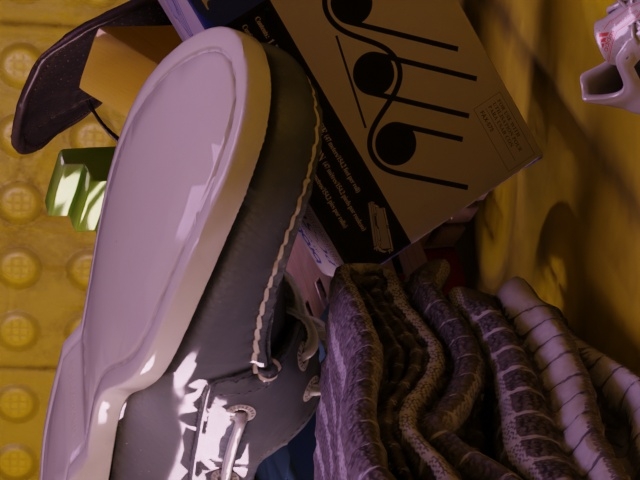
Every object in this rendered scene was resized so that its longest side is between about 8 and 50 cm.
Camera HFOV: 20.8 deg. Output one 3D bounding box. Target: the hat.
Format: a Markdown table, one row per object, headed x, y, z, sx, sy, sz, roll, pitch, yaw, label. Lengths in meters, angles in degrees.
| x | y | z | sx | sy | sz | roll | pitch | yaw | label |
| --- | --- | --- | --- | --- | --- | --- | --- | --- | --- |
| -0.042 | -0.106 | 1.091 | 0.134 | 0.331 | 0.331 | 55 | 172 | -1 | hat |

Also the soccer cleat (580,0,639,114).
| x | y | z | sx | sy | sz | roll | pitch | yaw | label |
| --- | --- | --- | --- | --- | --- | --- | --- | --- | --- |
| 0.098 | -0.064 | 0.501 | 0.083 | 0.036 | 0.029 | 103 | 167 | -58 | soccer cleat |

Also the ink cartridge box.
| x | y | z | sx | sy | sz | roll | pitch | yaw | label |
| --- | --- | --- | --- | --- | --- | --- | --- | --- | --- |
| -0.005 | -0.095 | 0.691 | 0.207 | 0.097 | 0.046 | 59 | 167 | -13 | ink cartridge box |

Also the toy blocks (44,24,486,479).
| x | y | z | sx | sy | sz | roll | pitch | yaw | label |
| --- | --- | --- | --- | --- | --- | --- | --- | --- | --- |
| -0.012 | 0.049 | 0.891 | 0.381 | 0.191 | 0.261 | 118 | 140 | -50 | toy blocks |

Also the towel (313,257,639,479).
| x | y | z | sx | sy | sz | roll | pitch | yaw | label |
| --- | --- | --- | --- | --- | --- | --- | --- | --- | --- |
| 0.041 | 0.146 | 0.564 | 0.283 | 0.121 | 0.235 | -113 | 27 | -74 | towel |

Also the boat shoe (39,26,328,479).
| x | y | z | sx | sy | sz | roll | pitch | yaw | label |
| --- | --- | --- | --- | --- | --- | --- | --- | --- | --- |
| -0.044 | 0.037 | 0.714 | 0.319 | 0.099 | 0.116 | 115 | 154 | -46 | boat shoe |
